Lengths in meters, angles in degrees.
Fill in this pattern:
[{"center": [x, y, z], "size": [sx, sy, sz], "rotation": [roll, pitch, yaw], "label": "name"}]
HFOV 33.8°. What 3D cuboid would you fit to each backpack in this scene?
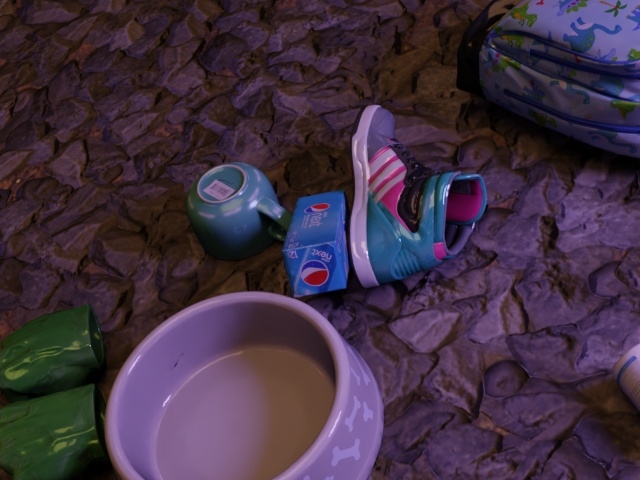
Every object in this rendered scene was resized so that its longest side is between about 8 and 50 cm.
[{"center": [0.405, -0.257, 1.443], "size": [0.290, 0.273, 0.355], "rotation": [-33, 59, -18], "label": "backpack"}]

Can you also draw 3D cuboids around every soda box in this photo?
[{"center": [0.000, 0.000, 1.393], "size": [0.071, 0.067, 0.210], "rotation": [-10, 20, 8], "label": "soda box"}]

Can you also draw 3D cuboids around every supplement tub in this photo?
[{"center": [0.384, 0.170, 1.173], "size": [0.071, 0.071, 0.107], "rotation": [-26, 47, -4], "label": "supplement tub"}]

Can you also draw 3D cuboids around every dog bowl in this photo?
[{"center": [-0.103, 0.210, 1.281], "size": [0.348, 0.102, 0.349], "rotation": [-9, 49, 11], "label": "dog bowl"}]

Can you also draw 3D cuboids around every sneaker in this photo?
[{"center": [0.134, -0.078, 1.435], "size": [0.178, 0.124, 0.296], "rotation": [-9, 55, 17], "label": "sneaker"}]

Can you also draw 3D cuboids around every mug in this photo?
[{"center": [-0.115, -0.053, 1.517], "size": [0.157, 0.097, 0.130], "rotation": [-12, 47, 8], "label": "mug"}]

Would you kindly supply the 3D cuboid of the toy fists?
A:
[{"center": [-0.354, 0.205, 1.375], "size": [0.142, 0.096, 0.279], "rotation": [-15, 44, -2], "label": "toy fists"}]
